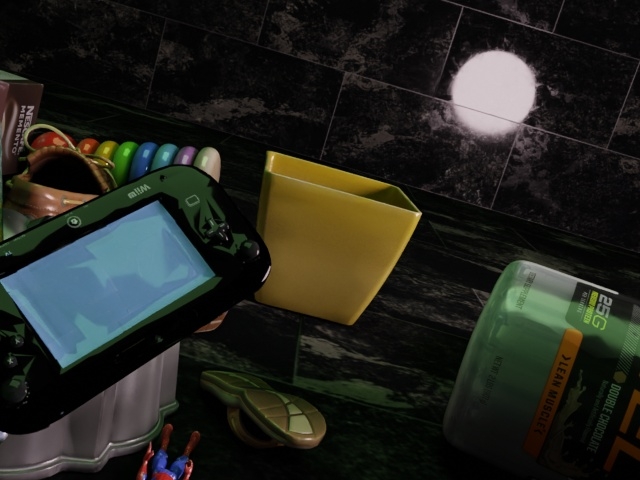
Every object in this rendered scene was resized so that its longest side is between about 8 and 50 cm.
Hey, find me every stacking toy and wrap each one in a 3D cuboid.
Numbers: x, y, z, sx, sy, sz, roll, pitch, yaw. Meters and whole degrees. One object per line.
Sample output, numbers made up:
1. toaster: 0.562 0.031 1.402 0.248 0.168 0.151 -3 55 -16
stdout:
1. stacking toy: -0.352 -0.126 1.304 0.331 0.141 0.141 11 13 -1

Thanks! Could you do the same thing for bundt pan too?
1. bundt pan: -0.271 0.057 0.626 0.331 0.124 0.331 15 14 -4

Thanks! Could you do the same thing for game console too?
1. game console: -0.187 0.048 0.395 0.361 0.213 0.044 -33 0 -37

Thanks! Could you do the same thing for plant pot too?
1. plant pot: 0.000 0.000 1.060 0.212 0.187 0.212 15 12 -7

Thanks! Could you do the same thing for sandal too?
1. sandal: -0.057 0.157 0.658 0.072 0.049 0.180 15 -3 -34

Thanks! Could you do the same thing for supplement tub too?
1. supplement tub: 0.307 0.166 0.704 0.338 0.207 0.207 20 13 18

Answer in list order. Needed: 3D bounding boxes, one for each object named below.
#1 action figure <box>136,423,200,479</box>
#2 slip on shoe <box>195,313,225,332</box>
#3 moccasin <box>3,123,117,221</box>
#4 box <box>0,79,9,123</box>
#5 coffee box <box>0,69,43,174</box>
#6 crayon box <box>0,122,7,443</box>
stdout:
1. action figure: -0.116 0.173 0.549 0.038 0.030 0.115 21 14 -5
2. slip on shoe: -0.160 0.079 0.828 0.041 0.051 0.135 29 14 25
3. moccasin: -0.353 -0.072 1.008 0.139 0.146 0.380 16 13 -4
4. box: -0.523 -0.128 0.910 0.169 0.203 0.167 22 14 26
5. coffee box: -0.584 -0.189 1.168 0.119 0.168 0.297 18 14 7
6. crayon box: -0.345 0.027 0.392 0.323 0.203 0.083 0 -19 -28
